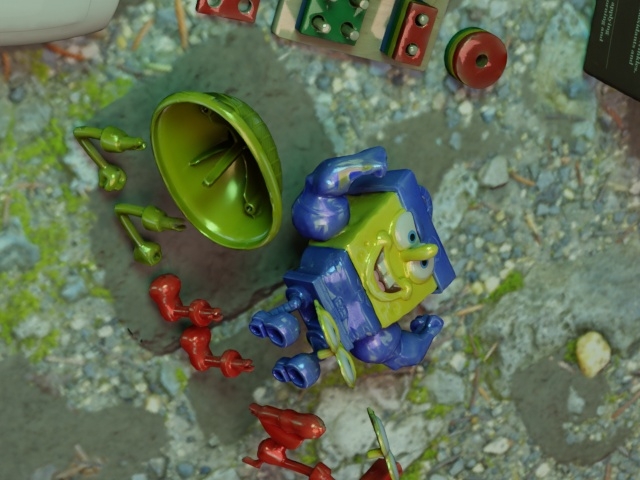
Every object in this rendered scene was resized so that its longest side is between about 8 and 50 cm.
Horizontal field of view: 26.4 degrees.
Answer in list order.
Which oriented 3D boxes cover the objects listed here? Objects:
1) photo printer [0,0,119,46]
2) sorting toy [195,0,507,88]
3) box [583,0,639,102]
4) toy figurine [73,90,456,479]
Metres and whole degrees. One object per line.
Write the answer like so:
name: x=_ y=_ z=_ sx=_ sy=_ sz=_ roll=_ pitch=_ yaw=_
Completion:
photo printer: x=-0.221 y=-0.256 z=0.824 sx=0.256 sy=0.107 sz=0.307 roll=1 pitch=131 yaw=-24
sorting toy: x=0.038 y=-0.201 z=1.021 sx=0.274 sy=0.046 sz=0.132 roll=11 pitch=108 yaw=-24
box: x=0.336 y=-0.180 z=1.054 sx=0.167 sy=0.203 sz=0.168 roll=-1 pitch=113 yaw=-21
toy figurine: x=0.000 y=0.000 z=1.074 sx=0.217 sy=0.191 sz=0.362 roll=-42 pitch=117 yaw=-35
